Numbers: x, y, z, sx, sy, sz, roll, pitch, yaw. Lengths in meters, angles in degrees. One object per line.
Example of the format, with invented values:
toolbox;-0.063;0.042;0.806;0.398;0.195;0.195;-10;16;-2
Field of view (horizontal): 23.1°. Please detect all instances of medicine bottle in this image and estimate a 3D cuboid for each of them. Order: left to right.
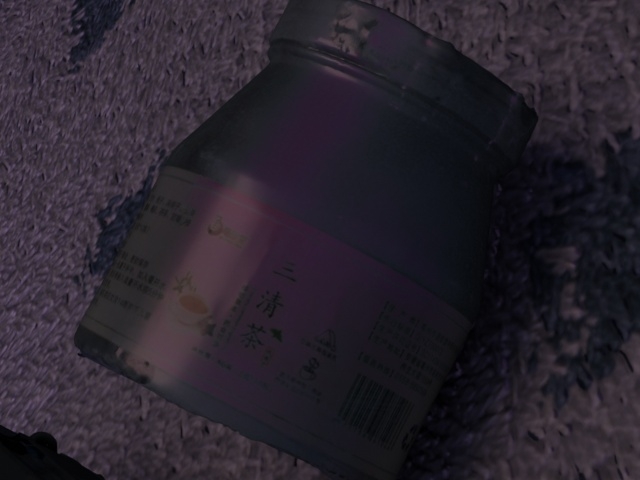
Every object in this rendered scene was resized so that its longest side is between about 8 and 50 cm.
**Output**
medicine bottle;0.000;0.000;1.078;0.245;0.245;0.290;15;76;59

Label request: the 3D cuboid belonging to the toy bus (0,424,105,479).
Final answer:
toy bus;-0.209;0.275;1.203;0.199;0.183;0.343;-60;30;-7
